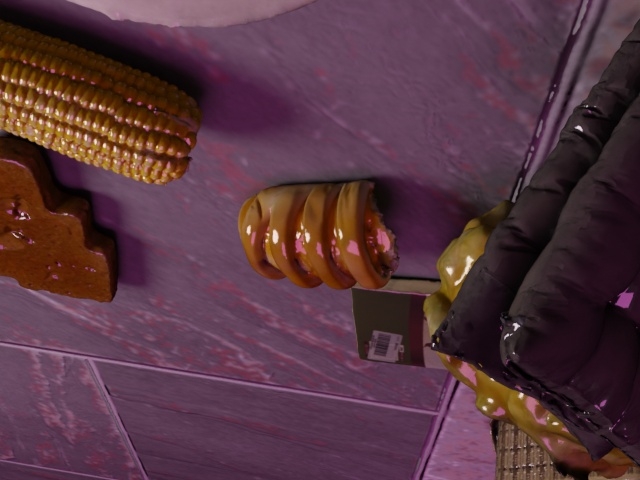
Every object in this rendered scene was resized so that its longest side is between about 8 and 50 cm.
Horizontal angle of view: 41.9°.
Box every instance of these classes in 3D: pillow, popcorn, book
[{"bbox_3d":[0.241,-0.009,0.572,0.228,0.326,0.101,37,172,-35],"label":"pillow"},{"bbox_3d":[0.231,0.084,0.767,0.286,0.252,0.215,31,103,-7],"label":"popcorn"},{"bbox_3d":[0.183,0.110,0.991,0.289,0.026,0.201,5,146,9],"label":"book"}]

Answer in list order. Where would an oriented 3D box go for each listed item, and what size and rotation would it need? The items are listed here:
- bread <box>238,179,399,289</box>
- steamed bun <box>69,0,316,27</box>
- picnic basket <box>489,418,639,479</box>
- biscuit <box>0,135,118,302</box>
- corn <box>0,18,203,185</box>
[{"bbox_3d":[0.000,0.000,0.834,0.177,0.084,0.119,0,145,24],"label":"bread"},{"bbox_3d":[-0.075,-0.254,0.353,0.324,0.206,0.324,7,158,3],"label":"steamed bun"},{"bbox_3d":[0.385,0.324,1.117,0.228,0.175,0.313,-16,138,35],"label":"picnic basket"},{"bbox_3d":[-0.349,-0.013,0.949,0.278,0.043,0.301,-15,140,30],"label":"biscuit"},{"bbox_3d":[-0.220,-0.121,0.705,0.244,0.093,0.093,20,146,-13],"label":"corn"}]
